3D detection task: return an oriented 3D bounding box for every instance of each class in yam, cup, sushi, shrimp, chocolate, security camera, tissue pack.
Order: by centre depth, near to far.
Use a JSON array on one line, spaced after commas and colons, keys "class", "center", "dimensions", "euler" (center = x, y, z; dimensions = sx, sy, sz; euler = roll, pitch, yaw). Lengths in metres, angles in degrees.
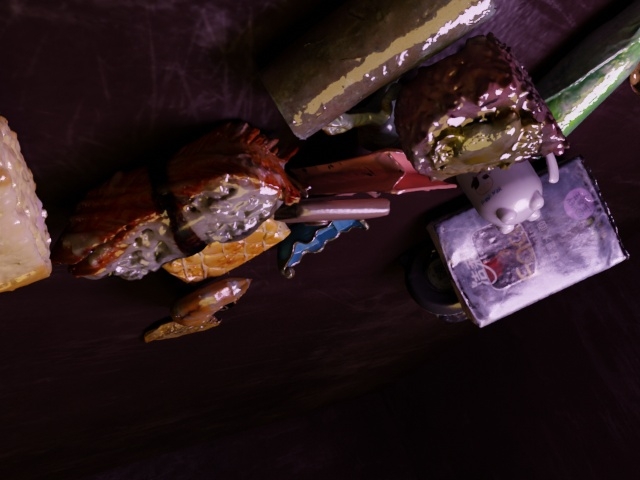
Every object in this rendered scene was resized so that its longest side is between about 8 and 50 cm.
[{"class": "yam", "center": [0.054, -0.213, 0.624], "dimensions": [0.259, 0.106, 0.106], "euler": [-32, 156, 15]}, {"class": "sushi", "center": [0.192, -0.137, 0.706], "dimensions": [0.161, 0.107, 0.241], "euler": [-29, 152, 30]}, {"class": "sushi", "center": [-0.178, -0.044, 0.733], "dimensions": [0.332, 0.124, 0.130], "euler": [-25, 146, 5]}, {"class": "chocolate", "center": [0.418, -0.260, 0.889], "dimensions": [0.110, 0.110, 0.291], "euler": [-4, 146, -40]}, {"class": "shrimp", "center": [-0.197, 0.107, 1.049], "dimensions": [0.152, 0.062, 0.287], "euler": [-28, 177, -12]}, {"class": "cup", "center": [0.373, -0.108, 1.105], "dimensions": [0.174, 0.141, 0.134], "euler": [-33, 155, 18]}, {"class": "tissue pack", "center": [0.445, 0.002, 1.260], "dimensions": [0.362, 0.259, 0.122], "euler": [-24, -177, 0]}, {"class": "security camera", "center": [0.334, 0.114, 1.479], "dimensions": [0.197, 0.191, 0.277], "euler": [-30, 157, 8]}]

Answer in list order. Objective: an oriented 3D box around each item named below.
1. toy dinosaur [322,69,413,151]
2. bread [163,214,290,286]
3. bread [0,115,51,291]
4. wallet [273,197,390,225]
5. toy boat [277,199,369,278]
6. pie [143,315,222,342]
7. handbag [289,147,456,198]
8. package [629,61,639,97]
[{"class": "toy dinosaur", "center": [0.168, -0.183, 0.815], "dimensions": [0.205, 0.092, 0.393], "euler": [-40, 156, 28]}, {"class": "bread", "center": [-0.155, -0.002, 0.909], "dimensions": [0.189, 0.068, 0.125], "euler": [-28, 157, 8]}, {"class": "bread", "center": [-0.448, -0.005, 0.499], "dimensions": [0.376, 0.165, 0.236], "euler": [-18, 158, -19]}, {"class": "wallet", "center": [0.014, -0.042, 0.854], "dimensions": [0.153, 0.038, 0.118], "euler": [-5, -178, -24]}, {"class": "toy boat", "center": [0.000, 0.000, 1.052], "dimensions": [0.186, 0.077, 0.075], "euler": [-26, 158, 3]}, {"class": "pie", "center": [-0.293, 0.180, 1.207], "dimensions": [0.170, 0.034, 0.092], "euler": [-13, 157, -12]}, {"class": "handbag", "center": [0.072, -0.092, 0.836], "dimensions": [0.157, 0.059, 0.213], "euler": [-6, -176, -41]}, {"class": "package", "center": [0.686, -0.355, 0.923], "dimensions": [0.311, 0.221, 0.165], "euler": [-29, 117, 14]}]
